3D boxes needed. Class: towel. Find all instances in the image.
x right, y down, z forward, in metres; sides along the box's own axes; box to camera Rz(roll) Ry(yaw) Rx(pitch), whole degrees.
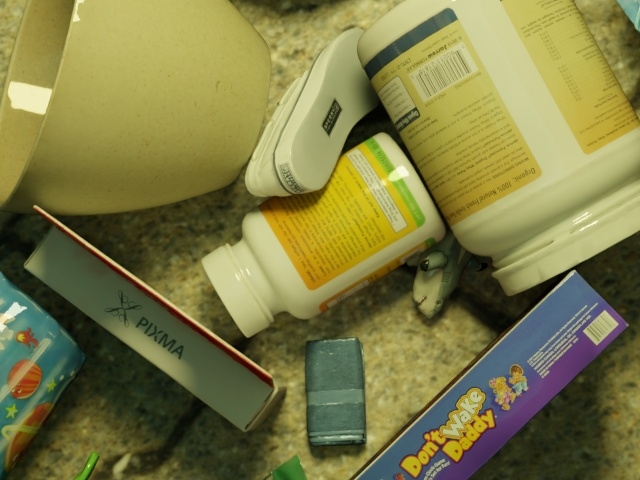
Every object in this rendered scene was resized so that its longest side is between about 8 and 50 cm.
[{"bbox_3d":[0.017,0.168,1.764,0.067,0.029,0.120,-2,85,2],"label":"towel"}]

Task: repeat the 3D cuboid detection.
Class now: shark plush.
[{"bbox_3d":[0.159,0.013,1.779,0.161,0.073,0.067,-43,104,-23],"label":"shark plush"}]

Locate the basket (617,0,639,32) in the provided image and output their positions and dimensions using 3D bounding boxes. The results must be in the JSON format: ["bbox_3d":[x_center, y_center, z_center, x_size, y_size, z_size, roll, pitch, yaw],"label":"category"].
[{"bbox_3d":[0.391,-0.204,1.715,0.289,0.201,0.255,-37,81,24],"label":"basket"}]

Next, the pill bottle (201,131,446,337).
[{"bbox_3d":[0.000,0.000,1.728,0.245,0.136,0.136,-31,84,-1],"label":"pill bottle"}]

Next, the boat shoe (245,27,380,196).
[{"bbox_3d":[-0.011,-0.141,1.730,0.084,0.258,0.095,-13,119,35],"label":"boat shoe"}]

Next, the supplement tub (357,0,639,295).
[{"bbox_3d":[0.204,-0.124,1.666,0.228,0.228,0.316,-28,88,-1],"label":"supplement tub"}]

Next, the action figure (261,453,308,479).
[{"bbox_3d":[-0.011,0.366,1.732,0.137,0.063,0.232,-37,87,-5],"label":"action figure"}]

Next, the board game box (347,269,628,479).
[{"bbox_3d":[0.153,0.185,1.654,0.347,0.233,0.078,-44,84,-3],"label":"board game box"}]

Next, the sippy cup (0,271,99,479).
[{"bbox_3d":[-0.381,0.151,1.698,0.224,0.240,0.305,-49,123,-13],"label":"sippy cup"}]

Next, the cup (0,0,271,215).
[{"bbox_3d":[-0.191,-0.166,1.691,0.236,0.331,0.331,13,84,-20],"label":"cup"}]

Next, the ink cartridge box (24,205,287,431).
[{"bbox_3d":[-0.176,0.088,1.664,0.296,0.261,0.066,36,86,6],"label":"ink cartridge box"}]
